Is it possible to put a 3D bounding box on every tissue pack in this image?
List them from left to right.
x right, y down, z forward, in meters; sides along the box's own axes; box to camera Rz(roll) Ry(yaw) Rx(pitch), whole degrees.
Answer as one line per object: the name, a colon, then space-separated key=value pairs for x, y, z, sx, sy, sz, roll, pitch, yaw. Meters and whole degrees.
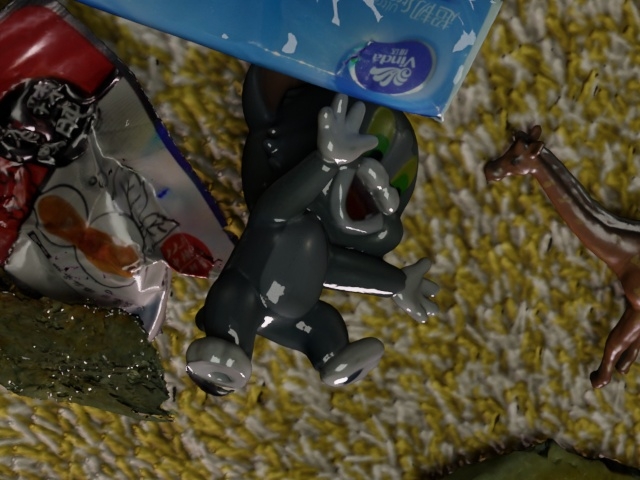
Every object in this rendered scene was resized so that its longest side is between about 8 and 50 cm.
tissue pack: x=-0.041 y=-0.195 z=0.817 sx=0.264 sy=0.198 sz=0.146 roll=17 pitch=112 yaw=-21

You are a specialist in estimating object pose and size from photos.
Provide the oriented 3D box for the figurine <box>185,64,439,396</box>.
figurine: x=-0.004 y=0.003 z=0.907 sx=0.193 sy=0.140 sz=0.265 roll=47 pitch=63 yaw=-31

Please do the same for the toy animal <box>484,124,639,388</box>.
toy animal: x=0.236 y=0.018 z=1.071 sx=0.224 sy=0.066 sz=0.229 roll=3 pitch=125 yaw=5

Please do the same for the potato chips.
potato chips: x=-0.187 y=0.077 z=0.980 sx=0.142 sy=0.026 sz=0.209 roll=-22 pitch=131 yaw=26

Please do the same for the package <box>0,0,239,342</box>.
package: x=-0.168 y=-0.031 z=0.938 sx=0.194 sy=0.071 sz=0.269 roll=-38 pitch=115 yaw=14

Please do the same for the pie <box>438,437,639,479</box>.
pie: x=0.146 y=0.327 z=1.183 sx=0.371 sy=0.078 sz=0.296 roll=-45 pitch=118 yaw=7
